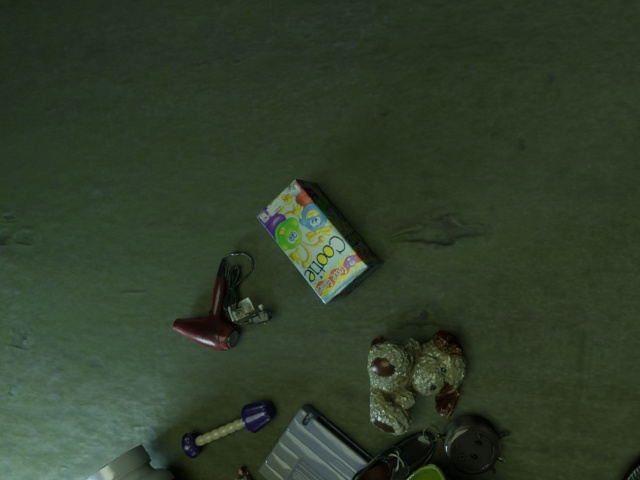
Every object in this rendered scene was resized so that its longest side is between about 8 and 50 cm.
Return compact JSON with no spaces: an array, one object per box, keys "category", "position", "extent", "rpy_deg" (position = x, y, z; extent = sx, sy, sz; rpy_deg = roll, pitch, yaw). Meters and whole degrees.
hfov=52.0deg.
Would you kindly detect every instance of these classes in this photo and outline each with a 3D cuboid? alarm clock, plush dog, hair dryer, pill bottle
[{"category":"alarm clock","position":[0.331,0.471,1.519],"extent":[0.192,0.064,0.129],"rpy_deg":[16,100,4]},{"category":"plush dog","position":[0.229,0.304,1.539],"extent":[0.226,0.210,0.262],"rpy_deg":[-1,120,7]},{"category":"hair dryer","position":[-0.272,0.186,1.772],"extent":[0.294,0.080,0.223],"rpy_deg":[-31,65,13]},{"category":"pill bottle","position":[-0.449,0.769,1.754],"extent":[0.229,0.229,0.407],"rpy_deg":[-40,78,17]}]

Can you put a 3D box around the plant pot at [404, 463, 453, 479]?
[{"category":"plant pot","position":[0.320,0.732,1.402],"extent":[0.353,0.366,0.366],"rpy_deg":[29,102,-4]}]

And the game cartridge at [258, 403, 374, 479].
[{"category":"game cartridge","position":[0.035,0.614,1.661],"extent":[0.355,0.068,0.230],"rpy_deg":[36,107,16]}]

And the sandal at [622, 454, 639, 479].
[{"category":"sandal","position":[0.730,0.475,1.405],"extent":[0.097,0.054,0.254],"rpy_deg":[32,92,10]}]

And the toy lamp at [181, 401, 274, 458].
[{"category":"toy lamp","position":[-0.246,0.503,1.752],"extent":[0.275,0.080,0.080],"rpy_deg":[-29,81,18]}]

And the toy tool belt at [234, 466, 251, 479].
[{"category":"toy tool belt","position":[-0.210,0.656,1.757],"extent":[0.051,0.052,0.083],"rpy_deg":[-34,79,9]}]

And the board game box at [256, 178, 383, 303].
[{"category":"board game box","position":[0.000,0.000,1.613],"extent":[0.142,0.144,0.275],"rpy_deg":[-42,78,16]}]

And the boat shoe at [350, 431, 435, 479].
[{"category":"boat shoe","position":[0.176,0.536,1.560],"extent":[0.233,0.079,0.084],"rpy_deg":[-31,68,-8]}]
